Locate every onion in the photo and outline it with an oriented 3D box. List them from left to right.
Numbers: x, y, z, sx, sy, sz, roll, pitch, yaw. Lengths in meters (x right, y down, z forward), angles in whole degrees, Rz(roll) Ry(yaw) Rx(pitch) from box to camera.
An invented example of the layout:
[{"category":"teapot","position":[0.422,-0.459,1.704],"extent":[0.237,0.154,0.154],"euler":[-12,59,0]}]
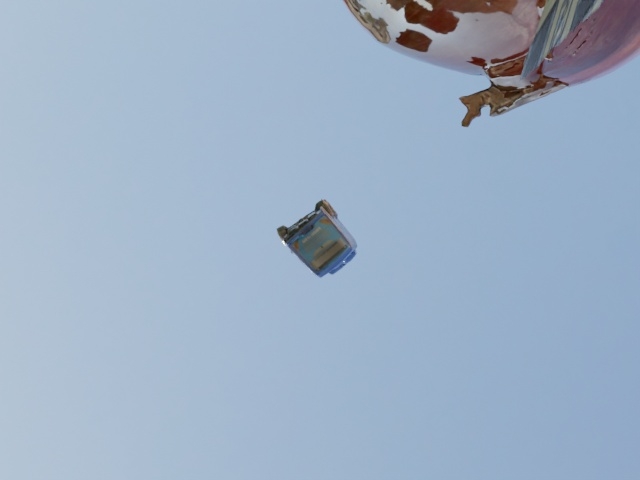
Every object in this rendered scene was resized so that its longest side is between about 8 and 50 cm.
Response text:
[{"category":"onion","position":[0.150,-0.269,1.290],"extent":[0.353,0.354,0.354],"euler":[-19,-143,15]}]

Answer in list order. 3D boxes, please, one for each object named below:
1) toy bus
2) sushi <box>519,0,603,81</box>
[{"category":"toy bus","position":[0.000,0.000,1.369],"extent":[0.051,0.061,0.153],"euler":[-38,178,3]},{"category":"sushi","position":[0.111,-0.234,0.552],"extent":[0.339,0.068,0.320],"euler":[126,-17,-89]}]
